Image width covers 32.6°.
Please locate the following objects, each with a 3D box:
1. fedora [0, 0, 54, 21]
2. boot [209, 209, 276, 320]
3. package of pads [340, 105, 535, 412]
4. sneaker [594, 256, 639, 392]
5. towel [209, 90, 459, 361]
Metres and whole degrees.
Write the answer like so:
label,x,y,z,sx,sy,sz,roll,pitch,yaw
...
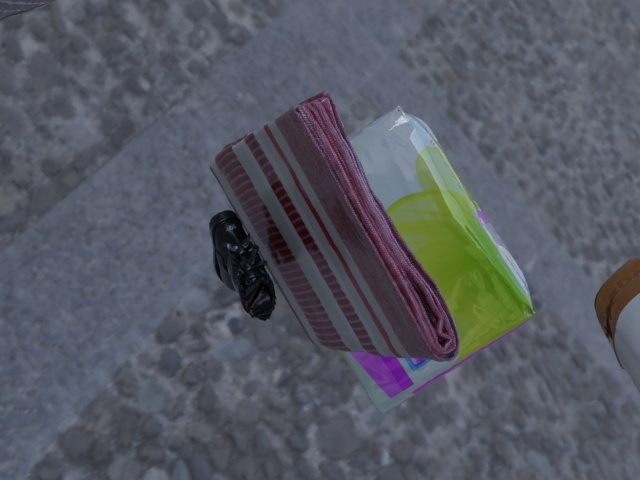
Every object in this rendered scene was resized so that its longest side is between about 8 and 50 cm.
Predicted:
label,x,y,z,sx,sy,sz,roll,pitch,yaw
fedora,-0.083,-0.116,0.257,0.275,0.243,0.124,-28,109,-44
boot,-0.072,0.038,1.077,0.045,0.121,0.099,-23,52,-10
package of pads,0.091,0.018,1.293,0.297,0.229,0.101,57,9,5
sneaker,0.262,0.080,0.577,0.290,0.106,0.123,29,17,-29
towel,0.000,0.000,1.004,0.037,0.329,0.237,-31,96,-17
